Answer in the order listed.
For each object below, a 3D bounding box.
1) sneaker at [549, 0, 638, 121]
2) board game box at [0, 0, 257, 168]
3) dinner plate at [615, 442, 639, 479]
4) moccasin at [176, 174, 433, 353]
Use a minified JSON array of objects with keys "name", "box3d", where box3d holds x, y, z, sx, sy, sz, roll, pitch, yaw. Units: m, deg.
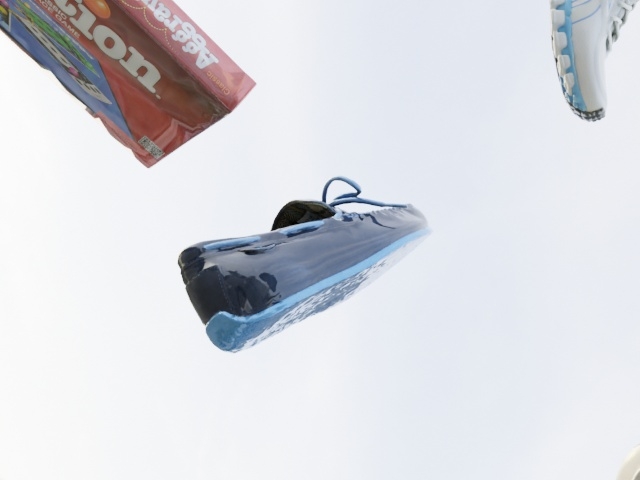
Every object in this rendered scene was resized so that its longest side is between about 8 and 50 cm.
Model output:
[{"name":"sneaker","box3d":[0.203,-0.178,0.642,0.083,0.190,0.071,-4,-16,16]},{"name":"board game box","box3d":[-0.169,-0.156,0.482,0.281,0.027,0.145,44,-25,-15]},{"name":"dinner plate","box3d":[0.366,0.271,0.926,0.141,0.017,0.141,-10,-105,41]},{"name":"moccasin","box3d":[0.000,0.000,0.921,0.138,0.342,0.116,-45,-105,33]}]
